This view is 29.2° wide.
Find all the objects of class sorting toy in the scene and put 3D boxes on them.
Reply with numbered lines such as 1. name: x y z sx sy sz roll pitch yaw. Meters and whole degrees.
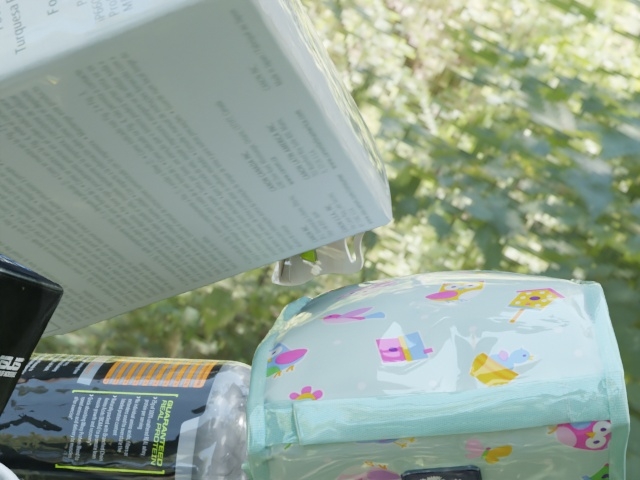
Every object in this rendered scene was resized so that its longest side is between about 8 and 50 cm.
1. sorting toy: 0.000 0.000 1.027 0.075 0.083 0.045 12 42 10

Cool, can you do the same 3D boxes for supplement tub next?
1. supplement tub: -0.160 0.197 1.065 0.316 0.193 0.193 2 12 12

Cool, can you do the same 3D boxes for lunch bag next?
1. lunch bag: 0.077 0.102 0.784 0.223 0.160 0.262 -5 1 7

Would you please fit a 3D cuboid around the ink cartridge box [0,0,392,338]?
1. ink cartridge box: -0.175 -0.040 0.736 0.308 0.385 0.091 52 23 -64

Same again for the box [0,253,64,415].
1. box: -0.215 0.005 0.474 0.180 0.077 0.147 25 -4 14

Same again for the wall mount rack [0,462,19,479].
1. wall mount rack: -0.348 0.114 0.788 0.350 0.130 0.304 13 12 -20
